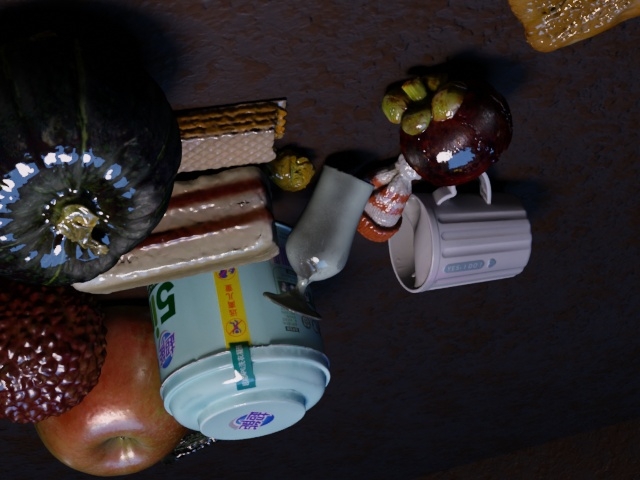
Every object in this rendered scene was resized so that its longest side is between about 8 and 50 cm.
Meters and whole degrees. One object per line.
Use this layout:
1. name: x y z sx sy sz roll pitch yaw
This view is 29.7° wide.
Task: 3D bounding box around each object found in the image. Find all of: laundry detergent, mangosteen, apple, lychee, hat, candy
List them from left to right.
1. lychee: -0.474 0.164 1.953 0.264 0.264 0.300 -17 -162 8
2. apple: -0.368 0.275 2.183 0.319 0.277 0.319 -10 152 -6
3. candy: -0.221 -0.011 1.797 0.321 0.135 0.179 -10 175 -4
4. laundry detergent: -0.139 0.161 2.030 0.287 0.305 0.287 -10 153 -5
5. hat: 0.110 -0.085 1.915 0.093 0.112 0.162 -26 158 -46
6. mangosteen: 0.181 -0.167 1.716 0.166 0.166 0.180 -32 124 33

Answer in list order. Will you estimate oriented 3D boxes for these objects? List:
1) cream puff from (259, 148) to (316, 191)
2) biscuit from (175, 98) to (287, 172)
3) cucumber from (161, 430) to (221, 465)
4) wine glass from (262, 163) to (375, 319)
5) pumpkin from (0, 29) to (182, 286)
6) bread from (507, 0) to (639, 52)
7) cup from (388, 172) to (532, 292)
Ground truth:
1. cream puff: -0.049 -0.103 1.827 0.083 0.058 0.083 -11 155 2
2. biscuit: -0.232 -0.133 1.691 0.379 0.054 0.094 -8 153 -11
3. cucumber: -0.224 0.407 2.552 0.257 0.043 0.044 -26 167 5
4. wine glass: 0.000 0.000 1.876 0.103 0.103 0.231 18 97 -46
5. pumpkin: -0.329 -0.099 1.484 0.323 0.241 0.323 -12 132 -14
6. bread: 0.402 -0.367 1.463 0.380 0.109 0.185 -21 148 14
7. cup: 0.245 -0.016 2.018 0.202 0.167 0.221 -5 154 -22
